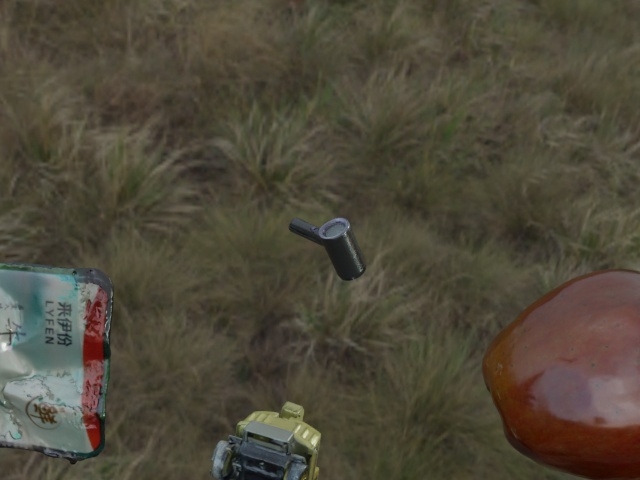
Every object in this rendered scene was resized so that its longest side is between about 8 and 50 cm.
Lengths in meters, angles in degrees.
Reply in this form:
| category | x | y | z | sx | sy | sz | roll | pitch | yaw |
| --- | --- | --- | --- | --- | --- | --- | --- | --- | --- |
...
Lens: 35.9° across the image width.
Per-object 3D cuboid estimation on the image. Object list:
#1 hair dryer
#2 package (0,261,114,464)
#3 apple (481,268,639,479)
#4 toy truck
| category | x | y | z | sx | sy | sz | roll | pitch | yaw |
| --- | --- | --- | --- | --- | --- | --- | --- | --- | --- |
| hair dryer | 0.000 | 0.000 | 0.799 | 0.026 | 0.047 | 0.083 | -39 | 36 | -23 |
| package | -0.281 | 0.091 | 0.779 | 0.231 | 0.166 | 0.040 | 7 | 15 | 2 |
| apple | 0.287 | 0.140 | 0.991 | 0.233 | 0.234 | 0.234 | 5 | 37 | -4 |
| toy truck | -0.064 | 0.347 | 1.290 | 0.124 | 0.272 | 0.157 | 12 | 23 | 17 |
